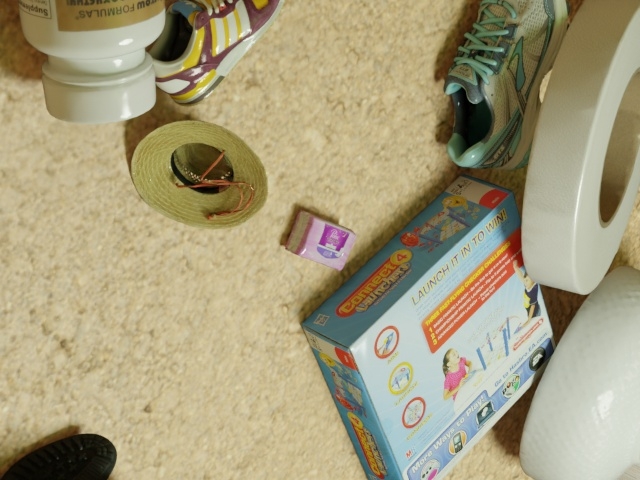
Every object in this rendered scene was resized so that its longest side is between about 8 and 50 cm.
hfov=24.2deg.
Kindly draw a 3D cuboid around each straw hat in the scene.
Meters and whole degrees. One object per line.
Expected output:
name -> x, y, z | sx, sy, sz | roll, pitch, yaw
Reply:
straw hat -> -0.120, -0.082, 1.539 | 0.061, 0.145, 0.144 | -83, 159, -49

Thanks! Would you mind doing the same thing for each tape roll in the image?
tape roll -> 0.348, -0.123, 1.883 | 0.392, 0.072, 0.392 | 14, 90, -69

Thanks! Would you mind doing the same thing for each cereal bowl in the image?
cereal bowl -> 0.421, 0.212, 2.096 | 0.339, 0.141, 0.339 | -43, 148, -36

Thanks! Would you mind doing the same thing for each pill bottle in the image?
pill bottle -> -0.206, -0.228, 1.337 | 0.131, 0.131, 0.229 | -23, 123, -37

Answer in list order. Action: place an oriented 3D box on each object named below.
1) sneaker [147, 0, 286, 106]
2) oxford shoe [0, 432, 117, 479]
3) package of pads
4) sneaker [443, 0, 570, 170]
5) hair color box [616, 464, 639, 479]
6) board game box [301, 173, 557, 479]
sneaker -> -0.103, -0.225, 1.488 | 0.185, 0.070, 0.084 | -57, 142, -11
oxford shoe -> -0.298, 0.287, 1.534 | 0.227, 0.083, 0.096 | -42, 155, -26
package of pads -> 0.000, 0.000, 1.721 | 0.083, 0.032, 0.050 | 20, 94, -48
sneaker -> 0.214, -0.212, 1.787 | 0.122, 0.110, 0.283 | -12, 115, -36
hair color box -> 0.515, 0.321, 2.355 | 0.043, 0.072, 0.141 | 8, 102, -46
board game box -> 0.149, 0.127, 1.890 | 0.308, 0.086, 0.302 | -42, 132, -24
